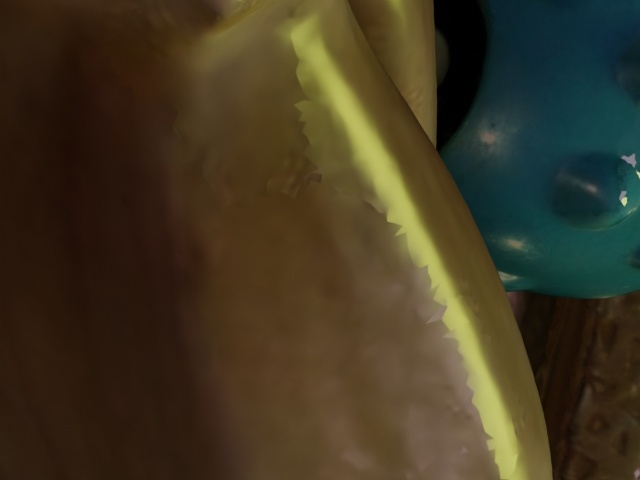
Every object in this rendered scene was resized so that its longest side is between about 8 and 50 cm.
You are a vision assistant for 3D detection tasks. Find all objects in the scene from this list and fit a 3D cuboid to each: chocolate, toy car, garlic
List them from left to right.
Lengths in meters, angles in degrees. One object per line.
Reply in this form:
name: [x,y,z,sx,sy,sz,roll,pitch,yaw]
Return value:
garlic: [0.000,0.000,0.510,0.340,0.245,0.231,58,45,-22]
chocolate: [0.142,0.151,0.810,0.102,0.065,0.329,11,94,-12]
toy car: [0.134,-0.093,0.665,0.188,0.190,0.255,33,73,-51]
